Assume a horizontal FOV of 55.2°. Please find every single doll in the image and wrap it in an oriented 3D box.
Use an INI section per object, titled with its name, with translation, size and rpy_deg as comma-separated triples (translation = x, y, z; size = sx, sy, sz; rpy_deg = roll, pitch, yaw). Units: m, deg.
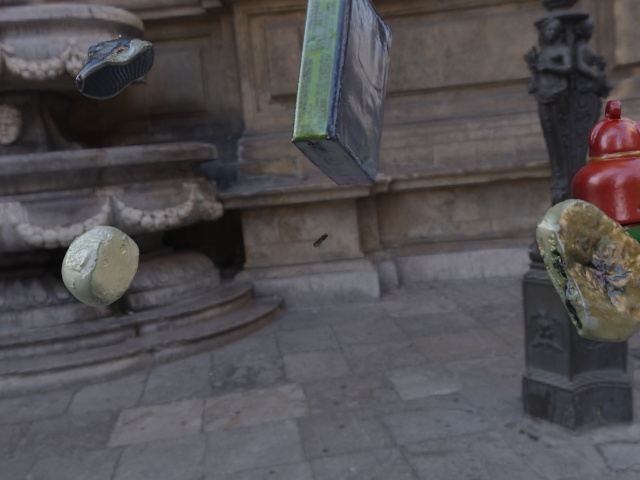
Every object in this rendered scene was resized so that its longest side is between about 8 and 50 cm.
[doll]
translation = 0.532, -0.067, 1.091
size = 0.160, 0.363, 0.182
rpy_deg = -3, 2, 10

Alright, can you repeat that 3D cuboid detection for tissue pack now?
[tissue pack]
translation = 0.052, -0.350, 1.354
size = 0.124, 0.395, 0.288
rpy_deg = 1, -14, 23

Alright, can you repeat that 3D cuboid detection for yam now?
[yam]
translation = 0.000, 0.000, 1.479
size = 0.014, 0.014, 0.107
rpy_deg = -8, -12, -17

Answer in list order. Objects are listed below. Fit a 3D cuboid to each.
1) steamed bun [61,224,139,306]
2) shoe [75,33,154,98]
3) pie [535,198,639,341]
[steamed bun]
translation = -0.364, 0.044, 1.005
size = 0.090, 0.130, 0.112
rpy_deg = 1, -29, 26
[shoe]
translation = -0.500, -0.420, 1.451
size = 0.112, 0.099, 0.227
rpy_deg = 34, 51, 16
[pie]
translation = 0.411, 0.040, 0.901
size = 0.185, 0.218, 0.052
rpy_deg = -7, -23, -28
